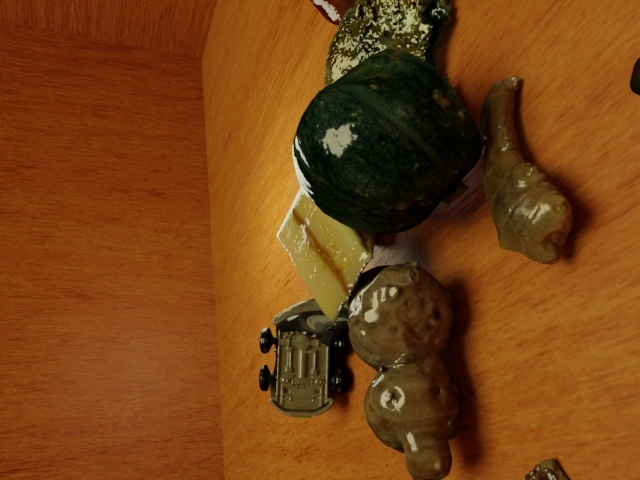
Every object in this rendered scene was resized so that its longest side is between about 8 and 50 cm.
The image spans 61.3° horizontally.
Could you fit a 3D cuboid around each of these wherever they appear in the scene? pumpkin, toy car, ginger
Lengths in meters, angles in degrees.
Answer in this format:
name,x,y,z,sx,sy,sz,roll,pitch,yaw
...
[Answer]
name,x,y,z,sx,sy,sz,roll,pitch,yaw
pumpkin,0.077,-0.118,0.831,0.263,0.197,0.293,44,159,11
toy car,-0.038,0.281,1.291,0.198,0.204,0.247,92,180,-82
ginger,0.265,-0.103,0.734,0.131,0.086,0.294,89,178,-63
ginger,0.139,0.197,0.884,0.256,0.176,0.375,103,159,-64

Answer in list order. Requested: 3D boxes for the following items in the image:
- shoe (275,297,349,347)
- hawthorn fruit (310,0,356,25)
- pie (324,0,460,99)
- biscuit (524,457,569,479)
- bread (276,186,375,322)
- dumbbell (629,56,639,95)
name,x,y,z,sx,sy,sz,roll,pitch,yaw
shoe,0.016,0.173,1.145,0.112,0.228,0.099,71,-166,12
hawthorn fruit,0.074,-0.576,1.108,0.261,0.224,0.224,-16,70,41
pie,0.125,-0.321,0.999,0.297,0.078,0.371,-8,82,45
biscuit,0.299,0.399,0.646,0.236,0.026,0.131,-111,35,-42
bread,0.001,0.002,0.995,0.167,0.163,0.264,-63,4,21
dumbbell,0.365,-0.228,0.461,0.140,0.124,0.225,-149,65,-65
